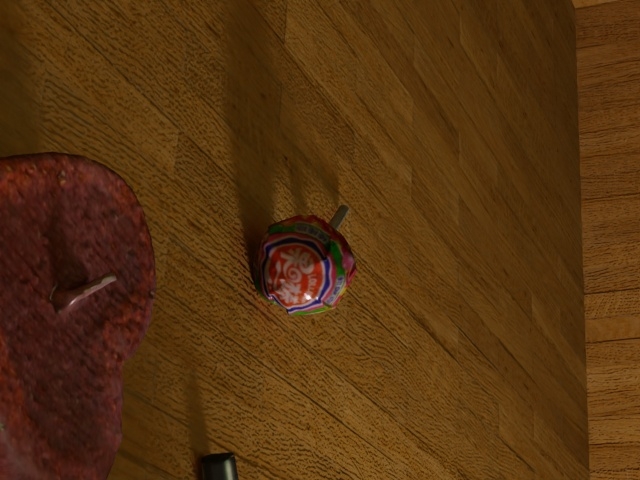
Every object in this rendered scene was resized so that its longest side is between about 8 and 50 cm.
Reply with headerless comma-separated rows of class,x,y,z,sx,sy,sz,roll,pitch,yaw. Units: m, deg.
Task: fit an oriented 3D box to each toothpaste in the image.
toothpaste,-0.094,0.343,1.507,0.062,0.039,0.239,-25,109,-75

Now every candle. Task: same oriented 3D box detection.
candle,-0.236,0.041,1.125,0.287,0.131,0.317,59,31,-41

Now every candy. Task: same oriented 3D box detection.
candy,0.000,0.000,1.793,0.365,0.124,0.124,-58,137,-74
